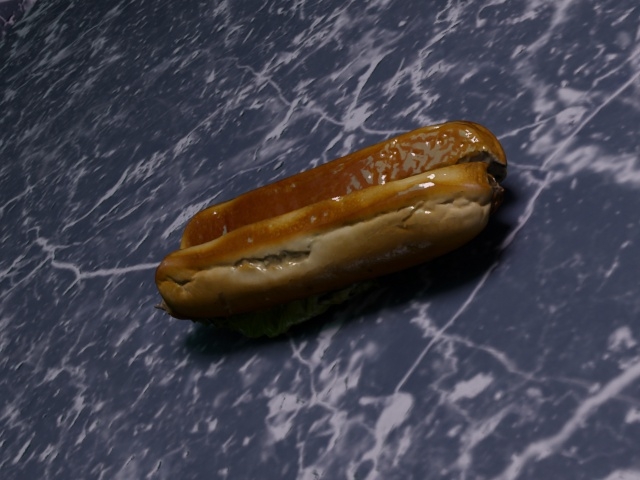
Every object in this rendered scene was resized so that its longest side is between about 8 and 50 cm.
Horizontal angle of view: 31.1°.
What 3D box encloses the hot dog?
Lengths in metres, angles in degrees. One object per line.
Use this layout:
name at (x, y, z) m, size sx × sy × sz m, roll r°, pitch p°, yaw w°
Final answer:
hot dog at (0.000, 0.000, 0.950) m, size 0.337 × 0.100 × 0.135 m, roll -19°, pitch 28°, yaw 30°
